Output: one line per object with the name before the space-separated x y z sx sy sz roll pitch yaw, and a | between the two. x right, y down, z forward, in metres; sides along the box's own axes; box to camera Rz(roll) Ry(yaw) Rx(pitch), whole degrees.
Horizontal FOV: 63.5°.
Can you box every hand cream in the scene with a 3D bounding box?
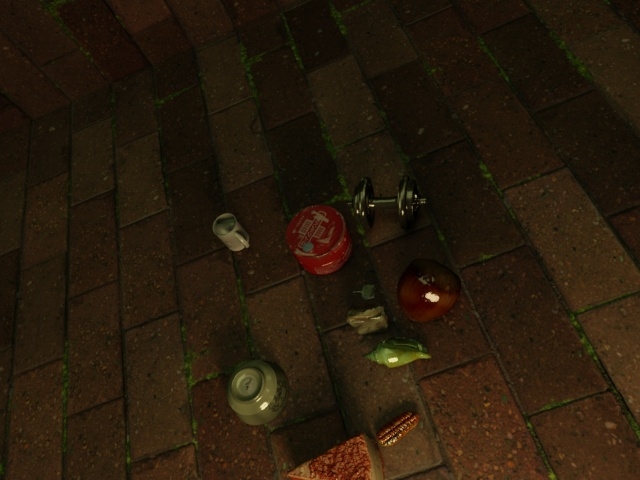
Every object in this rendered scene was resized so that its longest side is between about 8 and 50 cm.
hand cream | 0.000 0.000 1.853 0.230 0.149 0.230 -10 57 15

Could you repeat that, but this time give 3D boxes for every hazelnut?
hazelnut | 0.332 0.162 1.635 0.208 0.208 0.208 -8 59 14

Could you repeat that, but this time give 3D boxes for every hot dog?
hot dog | 0.229 0.551 1.522 0.144 0.038 0.062 -34 56 -2

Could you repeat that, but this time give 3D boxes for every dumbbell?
dumbbell | 0.230 -0.132 1.822 0.289 0.192 0.192 -1 61 18

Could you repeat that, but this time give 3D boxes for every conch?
conch | 0.235 0.348 1.617 0.200 0.080 0.095 -8 44 -5

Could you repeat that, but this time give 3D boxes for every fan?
fan | 0.151 0.177 1.783 0.083 0.004 0.056 -2 61 19

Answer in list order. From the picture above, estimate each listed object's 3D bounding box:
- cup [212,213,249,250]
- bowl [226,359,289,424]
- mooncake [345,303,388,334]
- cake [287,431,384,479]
cup | -0.337 -0.016 1.985 0.099 0.133 0.136 -25 57 3
bowl | -0.216 0.480 1.675 0.211 0.112 0.212 -7 60 13
mooncake | 0.151 0.248 1.671 0.129 0.125 0.073 -8 54 11
cake | 0.048 0.624 1.474 0.261 0.158 0.160 0 57 20
